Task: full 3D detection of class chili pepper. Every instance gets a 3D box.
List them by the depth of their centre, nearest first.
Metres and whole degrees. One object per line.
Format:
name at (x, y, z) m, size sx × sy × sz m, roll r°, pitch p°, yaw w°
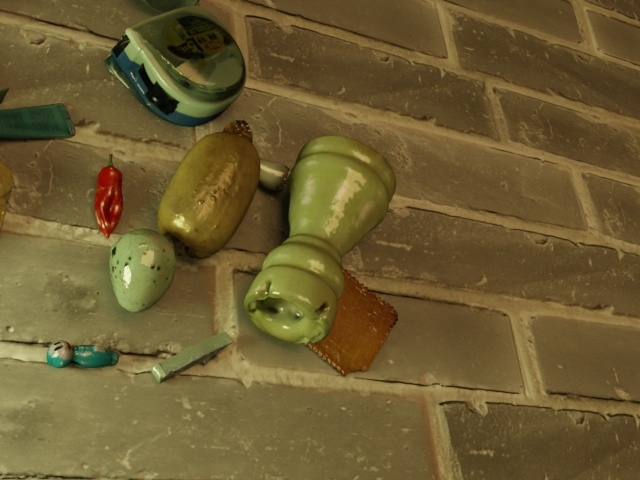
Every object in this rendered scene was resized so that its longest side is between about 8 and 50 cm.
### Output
chili pepper at (-0.426, -0.094, 1.878) m, size 0.059 × 0.050 × 0.191 m, roll 18°, pitch 59°, yaw -43°

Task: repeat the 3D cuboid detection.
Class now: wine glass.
wine glass at (-0.151, -0.163, 2.088) m, size 0.155 × 0.072 × 0.072 m, roll 24°, pitch 51°, yaw -19°

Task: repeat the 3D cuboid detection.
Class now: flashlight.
flashlight at (-0.430, 0.210, 1.690) m, size 0.129 × 0.051 × 0.051 m, roll 11°, pitch 56°, yaw -35°

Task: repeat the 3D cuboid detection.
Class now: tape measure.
tape measure at (-0.301, -0.391, 2.090) m, size 0.259 × 0.138 × 0.262 m, roll -35°, pitch 84°, yaw -40°

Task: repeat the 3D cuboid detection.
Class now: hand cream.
hand cream at (-0.601, -0.236, 1.867) m, size 0.224 × 0.048 × 0.083 m, roll -11°, pitch 69°, yaw -44°

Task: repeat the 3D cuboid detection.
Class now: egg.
egg at (-0.345, 0.056, 1.784) m, size 0.131 × 0.131 × 0.164 m, roll 24°, pitch 58°, yaw -19°

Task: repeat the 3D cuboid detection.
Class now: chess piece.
chess piece at (0.000, 0.000, 1.983) m, size 0.234 × 0.234 × 0.442 m, roll 32°, pitch 50°, yaw -12°

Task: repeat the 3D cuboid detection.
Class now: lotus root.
lotus root at (-0.216, -0.119, 1.940) m, size 0.169 × 0.151 × 0.343 m, roll 31°, pitch 64°, yaw -13°

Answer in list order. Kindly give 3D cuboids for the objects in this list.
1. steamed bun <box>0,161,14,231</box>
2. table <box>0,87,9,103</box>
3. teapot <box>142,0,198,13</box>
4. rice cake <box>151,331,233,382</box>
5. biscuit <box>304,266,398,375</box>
steamed bun at (-0.688, -0.105, 1.662) m, size 0.295 × 0.137 × 0.292 m, roll 10°, pitch 60°, yaw -30°
table at (-0.728, -0.321, 1.821) m, size 0.175 × 0.062 × 0.146 m, roll -25°, pitch 77°, yaw -43°
teapot at (-0.352, -0.657, 2.223) m, size 0.203 × 0.171 × 0.225 m, roll 40°, pitch 31°, yaw -50°
rice cake at (-0.245, 0.227, 1.805) m, size 0.180 × 0.030 × 0.042 m, roll -25°, pitch 72°, yaw -40°
biscuit at (0.043, 0.168, 2.041) m, size 0.232 × 0.013 × 0.237 m, roll 39°, pitch 49°, yaw -5°
